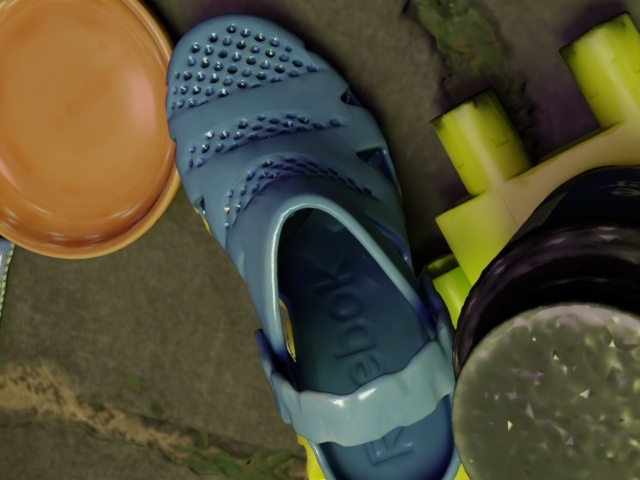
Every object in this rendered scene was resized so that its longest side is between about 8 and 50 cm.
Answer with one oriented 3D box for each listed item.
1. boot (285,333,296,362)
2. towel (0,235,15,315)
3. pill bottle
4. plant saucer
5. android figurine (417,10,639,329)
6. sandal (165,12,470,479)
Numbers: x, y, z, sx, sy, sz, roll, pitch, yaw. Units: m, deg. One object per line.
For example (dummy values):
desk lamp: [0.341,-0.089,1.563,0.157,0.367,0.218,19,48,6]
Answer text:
boot: [0.034,0.174,0.654,0.244,0.088,0.176,45,116,-1]
towel: [-0.405,0.055,0.810,0.336,0.040,0.243,19,109,12]
pill bottle: [0.128,0.041,0.444,0.122,0.219,0.123,5,105,20]
plant saucer: [-0.172,-0.088,0.676,0.200,0.037,0.200,5,106,18]
android figurine: [0.180,0.021,0.569,0.248,0.056,0.273,-30,93,25]
sandal: [0.000,0.000,0.541,0.126,0.138,0.317,-26,70,-2]
